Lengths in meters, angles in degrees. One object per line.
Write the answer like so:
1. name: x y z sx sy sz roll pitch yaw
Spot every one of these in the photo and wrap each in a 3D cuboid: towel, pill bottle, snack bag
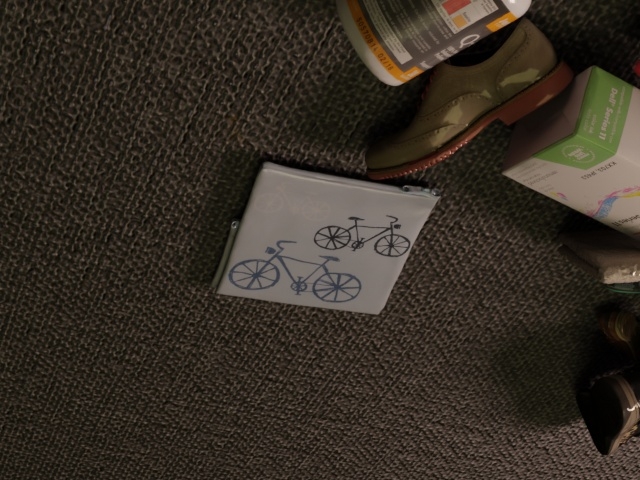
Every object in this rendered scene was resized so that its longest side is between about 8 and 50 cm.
1. towel: 0.507 0.025 1.647 0.187 0.282 0.049 -4 100 1
2. pill bottle: 0.171 -0.329 1.299 0.278 0.162 0.162 -27 133 24
3. snack bag: 0.000 0.000 1.737 0.322 0.037 0.343 9 136 -14

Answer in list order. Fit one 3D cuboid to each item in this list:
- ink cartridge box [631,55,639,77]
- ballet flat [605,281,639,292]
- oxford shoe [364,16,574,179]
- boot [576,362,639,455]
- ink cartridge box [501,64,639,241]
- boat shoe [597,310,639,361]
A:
1. ink cartridge box: 0.617 -0.225 1.360 0.306 0.131 0.226 43 127 3
2. ballet flat: 0.609 0.063 1.835 0.188 0.070 0.070 3 137 -10
3. oxford shoe: 0.193 -0.207 1.494 0.348 0.123 0.130 -29 105 27
4. boot: 0.673 0.303 2.017 0.284 0.138 0.377 -22 157 -3
5. ink cartridge box: 0.478 -0.102 1.502 0.353 0.119 0.207 24 161 -14
6. boat shoe: 0.588 0.181 1.961 0.060 0.064 0.178 9 158 38
